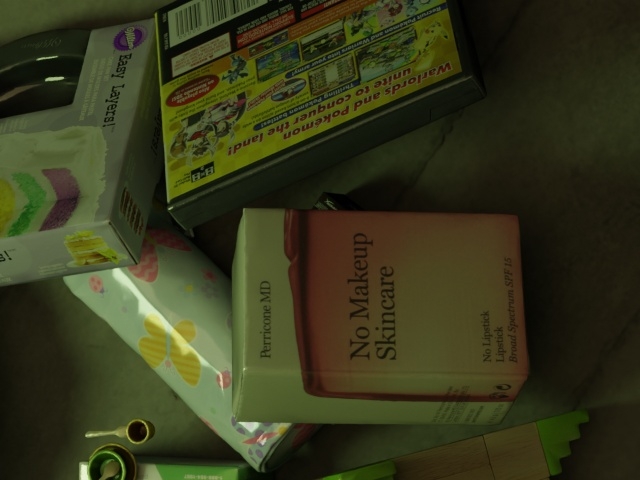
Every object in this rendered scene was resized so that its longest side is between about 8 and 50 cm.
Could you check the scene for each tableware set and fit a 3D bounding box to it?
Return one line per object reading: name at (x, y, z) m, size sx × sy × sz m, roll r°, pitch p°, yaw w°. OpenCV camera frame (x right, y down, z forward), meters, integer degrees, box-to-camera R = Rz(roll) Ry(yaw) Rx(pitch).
tableware set at (-0.156, 0.232, 1.609) m, size 0.104 × 0.024 × 0.154 m, roll -9°, pitch 84°, yaw 18°

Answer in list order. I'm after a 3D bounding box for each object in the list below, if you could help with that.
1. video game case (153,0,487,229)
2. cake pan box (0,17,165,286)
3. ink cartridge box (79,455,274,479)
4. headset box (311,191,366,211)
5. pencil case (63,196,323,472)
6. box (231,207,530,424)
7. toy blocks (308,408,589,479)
video game case at (-0.010, -0.156, 1.539) m, size 0.275 × 0.035 × 0.248 m, roll -23°, pitch 46°, yaw 16°
cake pan box at (-0.259, -0.076, 1.650) m, size 0.245 × 0.070 × 0.267 m, roll -6°, pitch 48°, yaw 18°
ink cartridge box at (-0.130, 0.306, 1.660) m, size 0.160 × 0.092 × 0.219 m, roll -1°, pitch 88°, yaw 18°
headset box at (0.000, 0.000, 1.636) m, size 0.032 × 0.062 × 0.083 m, roll 38°, pitch 101°, yaw 15°
pencil case at (-0.101, 0.080, 1.641) m, size 0.273 × 0.124 × 0.113 m, roll 44°, pitch 120°, yaw 14°
box at (0.045, 0.064, 1.527) m, size 0.232 × 0.127 × 0.149 m, roll 1°, pitch 66°, yaw -6°
toy blocks at (0.065, 0.312, 1.517) m, size 0.381 × 0.191 × 0.261 m, roll -13°, pitch 83°, yaw -17°
